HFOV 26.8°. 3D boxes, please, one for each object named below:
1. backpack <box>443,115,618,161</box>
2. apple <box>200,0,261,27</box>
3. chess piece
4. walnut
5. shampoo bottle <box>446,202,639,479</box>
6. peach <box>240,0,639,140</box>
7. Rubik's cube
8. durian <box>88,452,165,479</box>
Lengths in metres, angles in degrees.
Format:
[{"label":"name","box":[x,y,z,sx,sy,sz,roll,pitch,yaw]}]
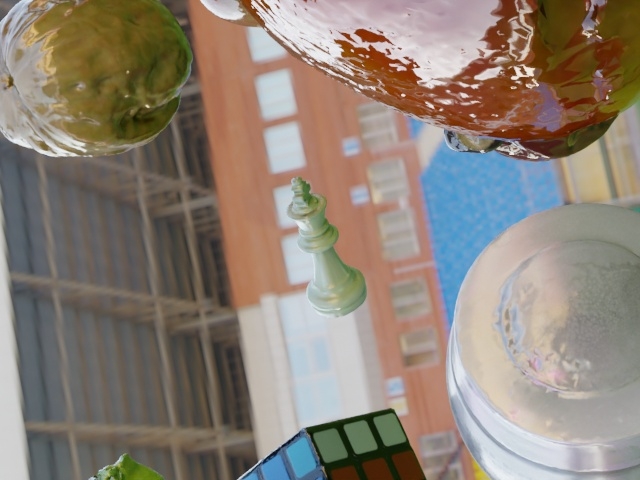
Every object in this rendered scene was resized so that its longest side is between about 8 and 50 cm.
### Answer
[{"label":"backpack","box":[0.221,-0.181,1.416,0.139,0.229,0.229,-111,3,-68]},{"label":"apple","box":[-0.086,-0.372,1.798,0.181,0.169,0.180,172,90,-71]},{"label":"chess piece","box":[0.000,0.000,1.265,0.059,0.059,0.149,-86,-18,-54]},{"label":"walnut","box":[-0.195,-0.145,1.153,0.184,0.155,0.155,-22,-80,-43]},{"label":"shampoo bottle","box":[0.253,0.118,1.252,0.266,0.273,0.273,68,-166,-59]},{"label":"peach","box":[0.068,-0.220,0.662,0.372,0.290,0.372,178,90,-80]},{"label":"Rubik's cube","box":[0.022,0.316,1.627,0.163,0.162,0.160,-7,-116,-43]},{"label":"durian","box":[-0.198,0.410,1.310,0.204,0.256,0.339,39,-167,-38]}]
